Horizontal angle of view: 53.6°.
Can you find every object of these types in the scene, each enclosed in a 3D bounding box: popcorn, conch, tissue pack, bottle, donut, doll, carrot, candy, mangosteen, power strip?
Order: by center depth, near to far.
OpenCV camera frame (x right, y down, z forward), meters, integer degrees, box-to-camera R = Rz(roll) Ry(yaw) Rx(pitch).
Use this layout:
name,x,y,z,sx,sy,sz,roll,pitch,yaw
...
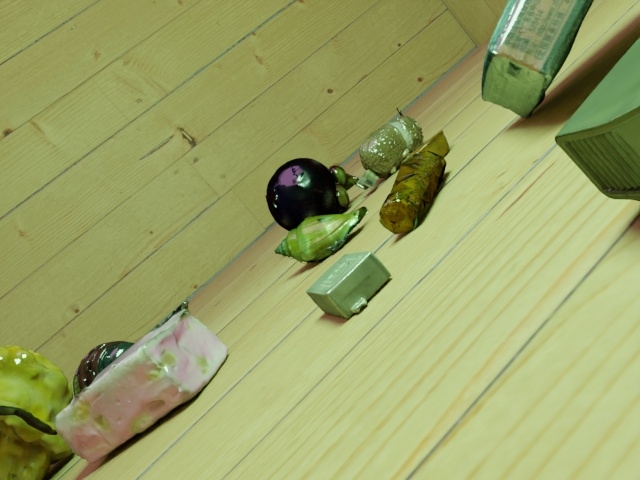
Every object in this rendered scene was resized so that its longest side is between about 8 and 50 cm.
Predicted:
name,x,y,z,sx,sy,sz,roll,pitch,yaw
power strip,0.024,0.053,0.773,0.075,0.042,0.175,-43,8,-14
tissue pack,0.316,-0.336,0.821,0.316,0.103,0.228,-63,-10,3
carrot,0.138,-0.077,0.924,0.069,0.069,0.229,-36,9,31
candy,-0.288,0.229,1.011,0.265,0.116,0.155,-37,9,24
conch,-0.003,-0.003,1.170,0.200,0.079,0.095,-21,37,44
donut,0.200,-0.163,1.184,0.097,0.043,0.108,-36,7,31
popcorn,-0.649,0.366,1.247,0.349,0.349,0.381,-45,5,-35
bottle,-0.420,0.282,1.310,0.156,0.143,0.271,1,-21,-31
doll,0.150,-0.205,1.485,0.221,0.115,0.105,-49,19,-13
mangosteen,-0.017,-0.112,1.527,0.230,0.194,0.194,-14,-3,-22

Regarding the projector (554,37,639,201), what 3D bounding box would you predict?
name,x,y,z,sx,sy,sz,roll,pitch,yaw
projector,0.255,-0.097,0.314,0.193,0.088,0.269,-44,7,-23
